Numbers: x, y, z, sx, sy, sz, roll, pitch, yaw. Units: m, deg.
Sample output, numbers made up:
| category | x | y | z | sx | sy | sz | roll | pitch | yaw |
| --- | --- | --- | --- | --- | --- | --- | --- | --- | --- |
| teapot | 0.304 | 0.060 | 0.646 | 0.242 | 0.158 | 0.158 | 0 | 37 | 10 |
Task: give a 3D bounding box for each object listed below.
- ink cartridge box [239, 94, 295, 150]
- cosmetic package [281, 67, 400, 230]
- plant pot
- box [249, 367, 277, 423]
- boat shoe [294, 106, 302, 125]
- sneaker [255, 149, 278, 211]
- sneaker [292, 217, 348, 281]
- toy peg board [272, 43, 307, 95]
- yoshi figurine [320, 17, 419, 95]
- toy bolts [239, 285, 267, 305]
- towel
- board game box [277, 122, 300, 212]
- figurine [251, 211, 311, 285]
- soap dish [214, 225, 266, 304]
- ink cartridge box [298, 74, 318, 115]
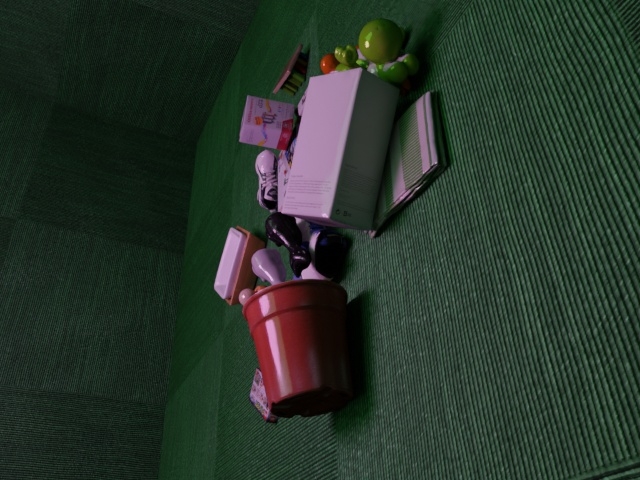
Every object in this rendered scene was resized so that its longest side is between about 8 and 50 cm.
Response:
| category | x | y | z | sx | sy | sz | roll | pitch | yaw |
| --- | --- | --- | --- | --- | --- | --- | --- | --- | --- |
| ink cartridge box | -0.193 | -0.420 | 2.149 | 0.127 | 0.176 | 0.128 | 122 | 154 | -65 |
| cosmetic package | 0.048 | -0.222 | 1.495 | 0.197 | 0.155 | 0.365 | 11 | 86 | 50 |
| plant pot | -0.042 | 0.274 | 1.462 | 0.272 | 0.272 | 0.265 | -51 | 40 | 46 |
| box | -0.173 | 0.490 | 1.910 | 0.207 | 0.036 | 0.114 | 14 | 90 | 68 |
| boat shoe | -0.062 | -0.459 | 2.166 | 0.190 | 0.072 | 0.068 | 157 | 124 | -63 |
| sneaker | -0.187 | -0.213 | 2.264 | 0.153 | 0.094 | 0.235 | -128 | 43 | -54 |
| sneaker | 0.000 | 0.001 | 1.701 | 0.182 | 0.127 | 0.315 | -46 | 43 | 44 |
| toy peg board | -0.104 | -0.676 | 2.423 | 0.161 | 0.079 | 0.160 | -36 | 29 | 57 |
| yoshi figurine | 0.132 | -0.493 | 1.576 | 0.203 | 0.203 | 0.362 | -67 | 26 | 4 |
| toy bolts | -0.179 | 0.256 | 1.901 | 0.228 | 0.158 | 0.218 | 3 | 80 | 68 |
| towel | 0.190 | -0.181 | 1.450 | 0.325 | 0.038 | 0.247 | 131 | 146 | -50 |
| board game box | -0.096 | -0.246 | 2.146 | 0.193 | 0.053 | 0.305 | 128 | 148 | -47 |
| figurine | -0.103 | 0.065 | 1.658 | 0.209 | 0.092 | 0.215 | 58 | 134 | 44 |
| soap dish | -0.321 | 0.098 | 2.392 | 0.229 | 0.118 | 0.290 | -158 | 82 | -68 |
| ink cartridge box | -0.004 | -0.469 | 1.999 | 0.135 | 0.099 | 0.056 | 124 | 149 | -42 |
